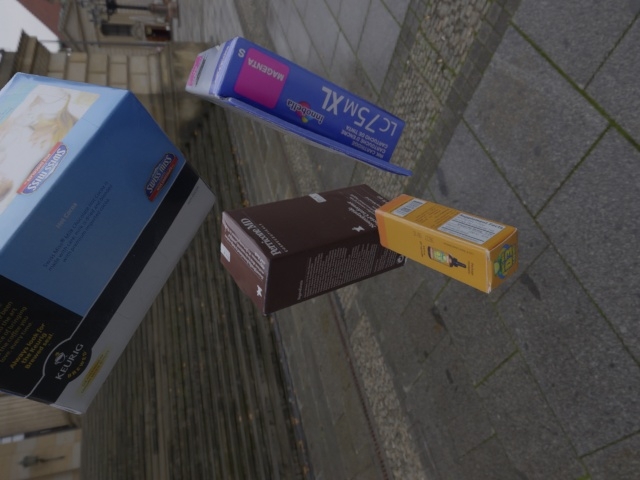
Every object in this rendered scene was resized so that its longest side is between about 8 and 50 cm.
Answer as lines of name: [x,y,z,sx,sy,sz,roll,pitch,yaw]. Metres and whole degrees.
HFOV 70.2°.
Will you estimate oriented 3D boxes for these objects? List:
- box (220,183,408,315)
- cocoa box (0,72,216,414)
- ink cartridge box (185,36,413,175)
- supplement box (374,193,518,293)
box: [0.000,0.000,0.974,0.191,0.381,0.143,41,135,39]
cocoa box: [-0.349,-0.005,0.586,0.347,0.231,0.228,-64,-27,-22]
ink cartridge box: [-0.038,-0.150,0.505,0.065,0.185,0.311,-66,27,11]
supplement box: [0.195,-0.004,0.733,0.233,0.080,0.078,30,141,50]
